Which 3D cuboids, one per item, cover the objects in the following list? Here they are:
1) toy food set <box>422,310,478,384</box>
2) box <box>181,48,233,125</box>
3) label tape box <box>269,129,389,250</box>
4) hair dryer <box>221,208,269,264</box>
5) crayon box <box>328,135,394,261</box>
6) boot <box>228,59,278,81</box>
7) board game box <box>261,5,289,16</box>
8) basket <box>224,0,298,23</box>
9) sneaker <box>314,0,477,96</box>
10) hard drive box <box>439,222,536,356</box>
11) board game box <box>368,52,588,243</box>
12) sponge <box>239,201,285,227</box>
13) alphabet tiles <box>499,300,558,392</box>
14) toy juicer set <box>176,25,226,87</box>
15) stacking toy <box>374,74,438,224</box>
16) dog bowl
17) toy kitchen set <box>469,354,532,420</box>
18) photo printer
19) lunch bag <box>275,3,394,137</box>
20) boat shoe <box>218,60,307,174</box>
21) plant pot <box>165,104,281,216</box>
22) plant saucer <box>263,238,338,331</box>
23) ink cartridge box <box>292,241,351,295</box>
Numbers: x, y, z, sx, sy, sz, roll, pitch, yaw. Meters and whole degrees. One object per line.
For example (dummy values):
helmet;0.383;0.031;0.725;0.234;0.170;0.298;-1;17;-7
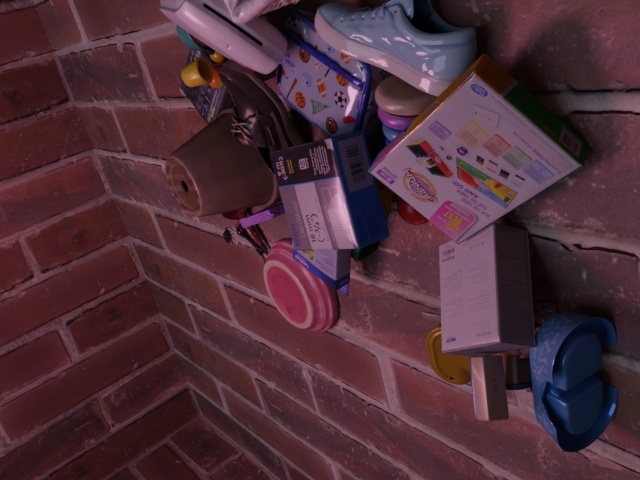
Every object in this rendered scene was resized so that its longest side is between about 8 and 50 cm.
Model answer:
toy food set;0.328;0.247;1.499;0.128;0.071;0.218;2;122;28
box;-0.336;-0.476;1.875;0.183;0.059;0.233;54;148;12
label tape box;-0.018;-0.102;1.417;0.333;0.106;0.241;-3;105;51
hair dryer;-0.247;-0.066;2.104;0.223;0.080;0.294;26;144;23
crayon box;0.078;-0.123;1.536;0.202;0.081;0.319;44;145;26
boot;-0.188;-0.501;1.613;0.244;0.088;0.176;18;128;54
board game box;-0.213;-0.683;1.484;0.303;0.097;0.224;31;139;40
basket;-0.056;-0.631;1.124;0.331;0.266;0.328;-9;108;59
sneaker;0.145;-0.409;1.167;0.366;0.135;0.150;33;133;25
hard drive box;0.326;0.104;1.234;0.181;0.089;0.232;150;127;-60
board game box;0.269;-0.147;1.116;0.242;0.064;0.316;38;142;-9
sponge;-0.153;-0.085;1.875;0.210;0.117;0.031;-12;103;58
alphabet tiles;0.460;0.235;1.340;0.198;0.009;0.237;-5;111;57
toy juicer set;-0.313;-0.570;1.674;0.089;0.209;0.329;-15;88;27
stacking toy;0.197;-0.175;1.289;0.141;0.141;0.330;32;146;39
dog bowl;0.484;0.266;1.190;0.074;0.166;0.297;33;142;57
toy kitchen set;0.369;0.304;1.289;0.166;0.207;0.122;-25;64;60
photo printer;-0.217;-0.481;1.374;0.256;0.107;0.307;28;-172;-29
lunch bag;0.020;-0.378;1.380;0.303;0.115;0.243;42;143;27
boat shoe;-0.153;-0.293;1.565;0.132;0.130;0.355;32;166;45
plant pot;-0.283;-0.207;1.809;0.323;0.280;0.323;36;142;34
plant saucer;-0.080;0.158;2.005;0.332;0.084;0.332;35;141;35
ink cartridge box;0.000;0.000;1.619;0.185;0.065;0.311;36;144;36
